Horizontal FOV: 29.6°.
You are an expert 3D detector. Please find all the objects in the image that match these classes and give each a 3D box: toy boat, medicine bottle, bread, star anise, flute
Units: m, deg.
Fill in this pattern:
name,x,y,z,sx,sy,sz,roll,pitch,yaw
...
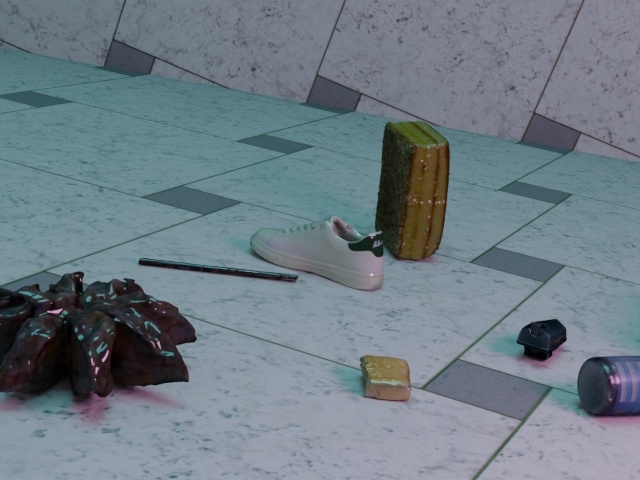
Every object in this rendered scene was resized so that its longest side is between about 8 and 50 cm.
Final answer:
name,x,y,z,sx,sy,sz,roll,pitch,yaw
toy boat,0.351,0.150,1.887,0.055,0.060,0.141,16,11,25
medicine bottle,0.467,0.202,1.712,0.203,0.083,0.083,0,18,-21
bread,0.090,0.189,1.663,0.070,0.035,0.083,6,23,-8
star anise,-0.313,0.117,1.561,0.332,0.117,0.331,3,19,-1
bread,0.180,-0.097,2.320,0.111,0.234,0.184,2,18,-14
flute,-0.171,0.049,2.041,0.270,0.014,0.014,7,16,-6

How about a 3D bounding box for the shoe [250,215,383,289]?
name,x,y,z,sx,sy,sz,roll,pitch,yaw
shoe,0.000,0.000,2.128,0.265,0.110,0.095,19,20,25
